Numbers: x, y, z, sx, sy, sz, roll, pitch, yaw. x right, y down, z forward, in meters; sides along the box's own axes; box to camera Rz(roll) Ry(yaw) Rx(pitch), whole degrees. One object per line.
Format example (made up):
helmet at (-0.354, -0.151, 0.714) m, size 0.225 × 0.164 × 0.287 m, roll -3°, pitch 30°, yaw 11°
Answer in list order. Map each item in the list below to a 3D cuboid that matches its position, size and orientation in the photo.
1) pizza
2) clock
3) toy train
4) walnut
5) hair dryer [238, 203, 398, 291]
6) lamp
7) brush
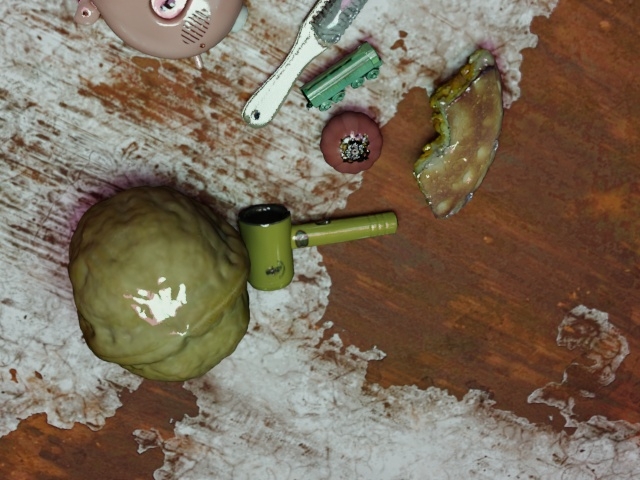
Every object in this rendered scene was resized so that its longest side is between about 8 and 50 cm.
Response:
pizza at (0.229, -0.176, 1.565) m, size 0.161 × 0.085 × 0.306 m, roll -1°, pitch 118°, yaw -30°
clock at (-0.223, -0.382, 1.398) m, size 0.241 × 0.142 × 0.227 m, roll 23°, pitch 110°, yaw -19°
toy train at (0.034, -0.263, 1.515) m, size 0.148 × 0.038 × 0.071 m, roll -35°, pitch 153°, yaw 4°
walnut at (-0.256, 0.073, 1.486) m, size 0.306 × 0.344 × 0.306 m, roll -7°, pitch 111°, yaw -19°
hair dryer at (0.000, 0.000, 1.627) m, size 0.278 × 0.090 × 0.135 m, roll -9°, pitch 114°, yaw -9°
lamp at (0.051, -0.163, 1.547) m, size 0.107 × 0.092 × 0.108 m, roll -2°, pitch 115°, yaw -4°
brush at (-0.018, -0.308, 1.494) m, size 0.070 × 0.065 × 0.327 m, roll 33°, pitch 108°, yaw -21°
